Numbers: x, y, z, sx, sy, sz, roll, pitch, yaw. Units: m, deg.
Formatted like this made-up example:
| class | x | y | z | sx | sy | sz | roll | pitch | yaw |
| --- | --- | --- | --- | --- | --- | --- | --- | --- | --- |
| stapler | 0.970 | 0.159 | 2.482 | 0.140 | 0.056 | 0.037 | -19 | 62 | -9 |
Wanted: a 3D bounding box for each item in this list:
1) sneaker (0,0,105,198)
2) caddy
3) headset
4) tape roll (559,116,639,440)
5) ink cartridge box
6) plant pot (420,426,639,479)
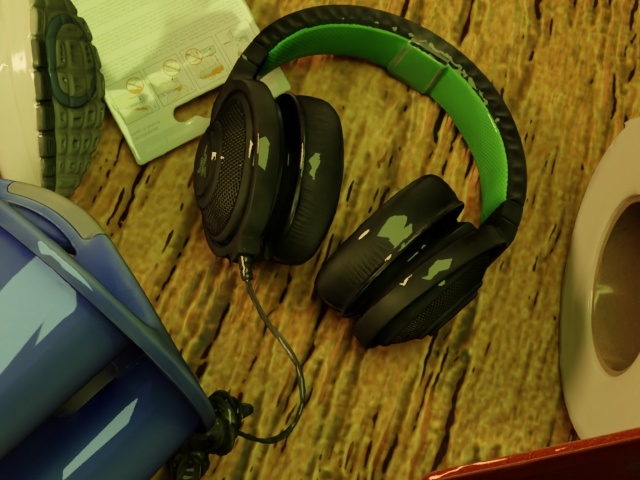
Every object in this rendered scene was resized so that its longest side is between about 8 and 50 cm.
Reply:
| class | x | y | z | sx | sy | sz | roll | pitch | yaw |
| --- | --- | --- | --- | --- | --- | --- | --- | --- | --- |
| sneaker | -0.244 | -0.162 | 1.020 | 0.129 | 0.111 | 0.297 | -17 | 83 | 14 |
| caddy | -0.213 | 0.042 | 0.868 | 0.341 | 0.241 | 0.179 | 29 | 71 | 37 |
| headset | 0.000 | 0.000 | 1.036 | 0.243 | 0.185 | 0.394 | 32 | 53 | -4 |
| tape roll | 0.291 | 0.043 | 1.001 | 0.169 | 0.246 | 0.246 | 9 | 70 | -9 |
| ink cartridge box | -0.128 | -0.164 | 1.101 | 0.145 | 0.045 | 0.179 | -29 | 93 | -20 |
| plant pot | 0.240 | 0.261 | 0.890 | 0.267 | 0.236 | 0.267 | -15 | 73 | 18 |
